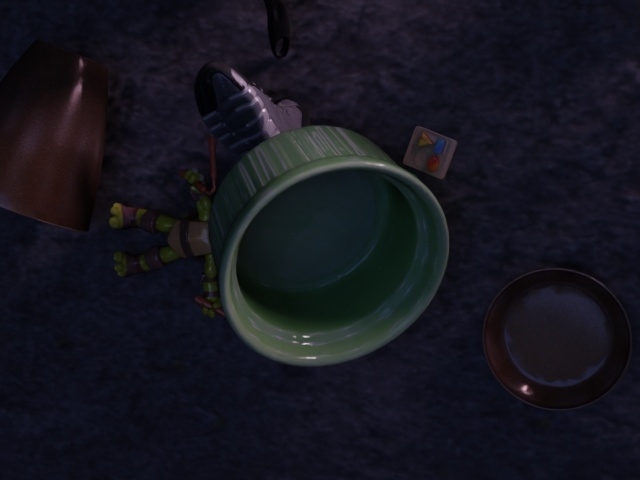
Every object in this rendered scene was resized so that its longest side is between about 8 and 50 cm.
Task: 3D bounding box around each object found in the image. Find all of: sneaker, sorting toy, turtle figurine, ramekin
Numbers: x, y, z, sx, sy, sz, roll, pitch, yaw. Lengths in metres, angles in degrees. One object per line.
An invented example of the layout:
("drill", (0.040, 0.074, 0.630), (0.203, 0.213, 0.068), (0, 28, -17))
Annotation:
("sneaker", (-0.081, -0.171, 1.500), (0.086, 0.132, 0.229), (-19, 124, 28))
("sorting toy", (0.144, -0.108, 1.517), (0.062, 0.012, 0.083), (22, 105, 10))
("turtle figurine", (-0.193, -0.017, 1.589), (0.217, 0.087, 0.270), (-1, 109, 23))
("ramekin", (0.000, 0.000, 1.442), (0.303, 0.148, 0.304), (-10, 124, -15))

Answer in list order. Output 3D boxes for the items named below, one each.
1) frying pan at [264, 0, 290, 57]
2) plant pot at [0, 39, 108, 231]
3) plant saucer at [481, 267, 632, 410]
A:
("frying pan", (-0.042, -0.355, 1.390), (0.197, 0.326, 0.053), (-35, 70, 9))
("plant pot", (-0.390, -0.156, 1.570), (0.215, 0.215, 0.231), (22, 92, 10))
("plant saucer", (0.319, 0.131, 1.503), (0.198, 0.036, 0.199), (3, 101, 14))
